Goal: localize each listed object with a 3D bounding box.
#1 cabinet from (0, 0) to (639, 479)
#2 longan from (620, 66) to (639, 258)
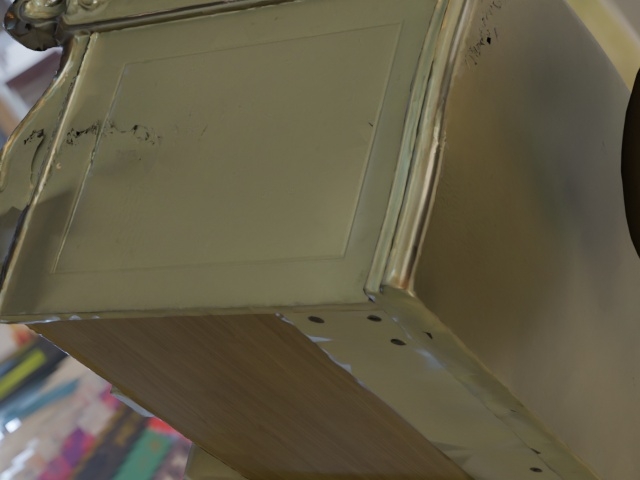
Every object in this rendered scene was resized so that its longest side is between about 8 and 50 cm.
[{"bbox_3d":[0.000,0.000,0.947,0.318,0.227,0.290,-5,-31,34],"label":"cabinet"},{"bbox_3d":[0.256,-0.031,0.794,0.246,0.246,0.215,116,-23,-71],"label":"longan"}]
